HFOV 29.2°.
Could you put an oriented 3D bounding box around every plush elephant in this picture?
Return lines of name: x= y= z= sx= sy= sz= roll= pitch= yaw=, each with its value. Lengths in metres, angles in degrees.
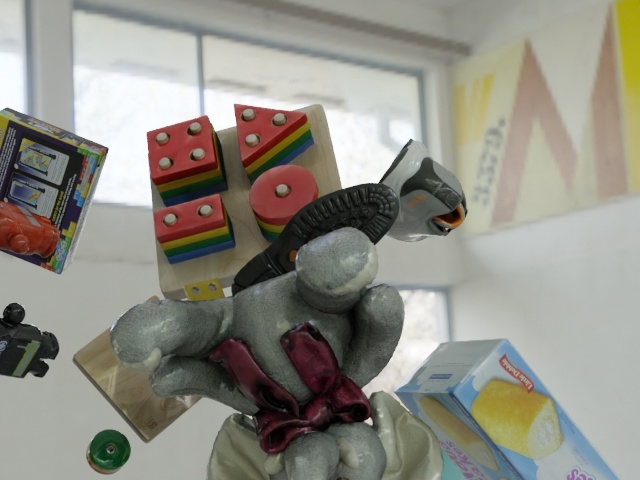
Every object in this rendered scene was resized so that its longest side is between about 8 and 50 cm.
plush elephant: x=-0.019 y=0.168 z=1.238 sx=0.272 sy=0.255 sz=0.330 roll=-19 pitch=-14 yaw=8

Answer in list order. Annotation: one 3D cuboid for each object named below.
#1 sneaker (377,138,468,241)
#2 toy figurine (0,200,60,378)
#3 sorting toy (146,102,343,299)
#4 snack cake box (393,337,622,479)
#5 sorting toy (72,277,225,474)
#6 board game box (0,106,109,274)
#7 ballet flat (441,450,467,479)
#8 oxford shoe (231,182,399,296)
sneaker: x=0.137 y=-0.039 z=1.598 sx=0.108 sy=0.100 sz=0.271 roll=36 pitch=-5 yaw=12
toy figurine: x=-0.396 y=0.060 z=1.326 sx=0.210 sy=0.213 sz=0.148 roll=-16 pitch=-22 yaw=36
sorting toy: x=-0.105 y=-0.075 z=1.619 sx=0.256 sy=0.257 sz=0.089 roll=-15 pitch=-39 yaw=4
snack cake box: x=0.216 y=0.231 z=1.328 sx=0.089 sy=0.264 sz=0.152 roll=-43 pitch=9 yaw=-21
sorting toy: x=-0.197 y=0.150 z=1.445 sx=0.274 sy=0.132 sz=0.046 roll=-39 pitch=-7 yaw=-36
board game box: x=-0.358 y=-0.062 z=1.535 sx=0.141 sy=0.170 sz=0.048 roll=23 pitch=18 yaw=1
ballet flat: x=0.168 y=0.497 z=2.085 sx=0.164 sy=0.482 sz=0.182 roll=17 pitch=-38 yaw=-10
oxford shoe: x=0.000 y=0.000 z=1.420 sx=0.227 sy=0.082 sz=0.096 roll=-33 pitch=-2 yaw=23
